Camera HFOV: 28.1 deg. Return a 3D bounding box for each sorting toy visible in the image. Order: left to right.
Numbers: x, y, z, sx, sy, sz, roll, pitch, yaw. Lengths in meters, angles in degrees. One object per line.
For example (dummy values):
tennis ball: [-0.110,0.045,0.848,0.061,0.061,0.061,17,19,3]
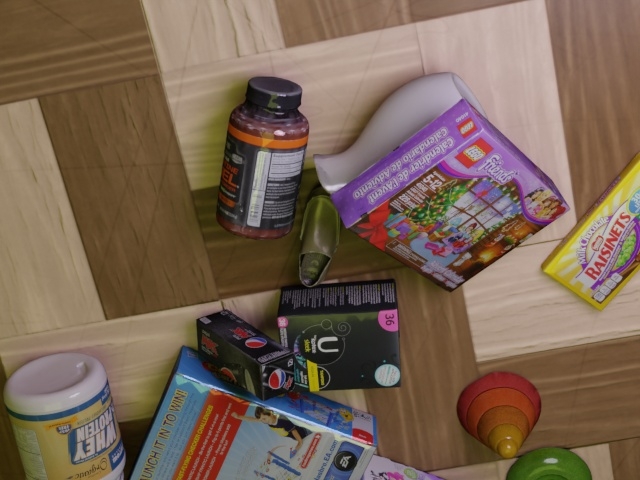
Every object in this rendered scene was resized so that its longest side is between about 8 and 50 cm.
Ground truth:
sorting toy: [0.321,0.361,1.826,0.127,0.126,0.365,-30,109,13]

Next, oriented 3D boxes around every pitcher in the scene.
pitcher: [0.122,-0.109,1.642,0.207,0.125,0.178,-35,135,20]

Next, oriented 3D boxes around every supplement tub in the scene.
supplement tub: [-0.354,0.273,1.798,0.144,0.144,0.199,-7,113,5]
supplement tub: [-0.072,-0.107,1.647,0.106,0.106,0.197,9,113,-2]

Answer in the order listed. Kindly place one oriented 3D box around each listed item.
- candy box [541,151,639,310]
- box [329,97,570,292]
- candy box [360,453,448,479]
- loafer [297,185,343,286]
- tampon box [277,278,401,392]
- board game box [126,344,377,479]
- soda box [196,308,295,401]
candy box: [0.401,-0.010,1.716,0.105,0.027,0.206,34,110,-9]
box: [0.169,-0.046,1.598,0.201,0.057,0.293,-37,148,16]
candy box: [0.137,0.399,1.826,0.196,0.165,0.070,21,112,-7]
loafer: [0.000,0.000,1.720,0.056,0.050,0.148,6,114,-1]
tampon box: [0.028,0.130,1.747,0.161,0.101,0.120,-4,113,4]
board game box: [-0.115,0.344,1.853,0.302,0.086,0.308,22,112,-7]
soda box: [-0.103,0.153,1.728,0.053,0.169,0.060,-16,117,-32]
